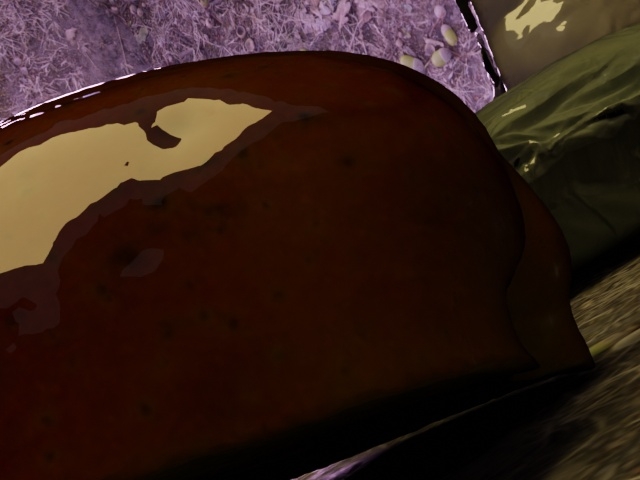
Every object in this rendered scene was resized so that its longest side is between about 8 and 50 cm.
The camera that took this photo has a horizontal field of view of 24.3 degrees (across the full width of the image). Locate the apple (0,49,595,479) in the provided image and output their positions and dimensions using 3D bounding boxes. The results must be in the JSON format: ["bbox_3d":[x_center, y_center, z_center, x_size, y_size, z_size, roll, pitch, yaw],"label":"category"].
[{"bbox_3d":[-0.070,0.070,0.628,0.365,0.295,0.329,-25,31,17],"label":"apple"}]

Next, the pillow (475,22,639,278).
[{"bbox_3d":[0.177,-0.052,1.087,0.310,0.138,0.283,-33,-1,-18],"label":"pillow"}]

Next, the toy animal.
[{"bbox_3d":[0.318,-0.179,1.314,0.357,0.258,0.194,-21,31,10],"label":"toy animal"}]
